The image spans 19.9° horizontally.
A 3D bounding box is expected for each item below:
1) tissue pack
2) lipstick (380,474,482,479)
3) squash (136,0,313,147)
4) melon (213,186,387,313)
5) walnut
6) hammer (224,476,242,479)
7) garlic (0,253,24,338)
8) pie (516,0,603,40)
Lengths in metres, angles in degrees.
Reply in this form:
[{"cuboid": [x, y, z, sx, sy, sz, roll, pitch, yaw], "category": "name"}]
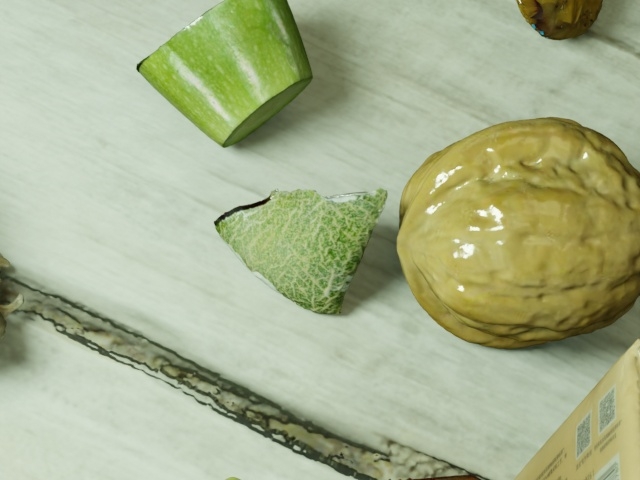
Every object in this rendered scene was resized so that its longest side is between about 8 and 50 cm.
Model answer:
[{"cuboid": [0.310, 0.256, 1.575, 0.238, 0.305, 0.238, 9, 57, -14], "category": "tissue pack"}, {"cuboid": [-0.018, 0.245, 1.580, 0.418, 0.077, 0.077, 1, 58, -29], "category": "lipstick"}, {"cuboid": [-0.086, -0.178, 1.822, 0.170, 0.170, 0.123, -34, 85, -31], "category": "squash"}, {"cuboid": [-0.001, 0.005, 1.765, 0.093, 0.202, 0.139, -28, 104, -48], "category": "melon"}, {"cuboid": [0.194, -0.006, 1.763, 0.257, 0.257, 0.224, -1, 28, -17], "category": "walnut"}, {"cuboid": [-0.131, 0.295, 1.580, 0.159, 0.041, 0.226, 37, 57, 6], "category": "hammer"}, {"cuboid": [-0.368, 0.022, 1.631, 0.143, 0.178, 0.229, -29, 47, 3], "category": "garlic"}, {"cuboid": [0.235, -0.347, 1.999, 0.273, 0.069, 0.273, 37, 43, -44], "category": "pie"}]
